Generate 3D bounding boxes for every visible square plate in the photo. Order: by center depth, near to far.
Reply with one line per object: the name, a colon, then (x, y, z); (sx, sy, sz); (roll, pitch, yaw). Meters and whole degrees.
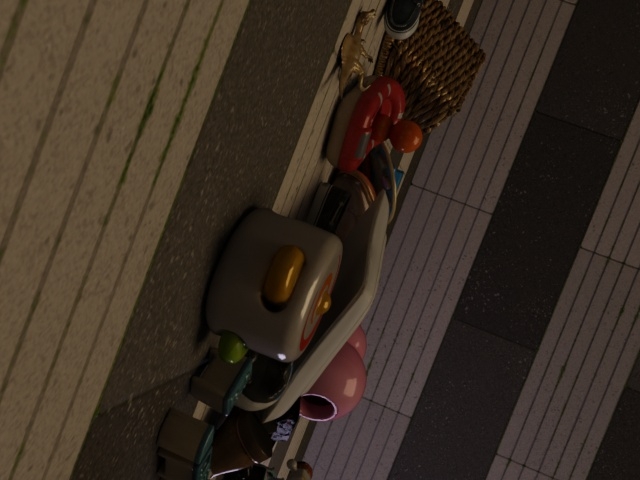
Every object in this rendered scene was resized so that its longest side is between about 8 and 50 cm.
square plate: (0.023, 0.115, 1.354); (0.344, 0.049, 0.347); (-57, -172, 31)

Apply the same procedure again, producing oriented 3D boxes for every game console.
game console: (-0.093, 0.344, 1.632); (0.361, 0.044, 0.213); (113, -17, -52)

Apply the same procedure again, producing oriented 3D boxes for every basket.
basket: (0.191, -0.370, 1.654); (0.213, 0.223, 0.299); (-32, -161, 41)

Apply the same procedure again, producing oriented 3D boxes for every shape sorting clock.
shape sorting clock: (0.107, -0.130, 1.572); (0.206, 0.040, 0.206); (171, -90, -76)

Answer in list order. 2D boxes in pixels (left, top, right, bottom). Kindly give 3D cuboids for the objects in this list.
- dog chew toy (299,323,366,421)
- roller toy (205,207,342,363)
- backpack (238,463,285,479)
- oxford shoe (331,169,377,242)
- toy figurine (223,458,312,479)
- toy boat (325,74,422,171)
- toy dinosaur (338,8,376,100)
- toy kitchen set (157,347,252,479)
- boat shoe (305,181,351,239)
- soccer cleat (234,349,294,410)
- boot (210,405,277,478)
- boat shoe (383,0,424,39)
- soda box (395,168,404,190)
dog chew toy: (0.018, 0.259, 1.810); (0.331, 0.207, 0.206); (-75, 178, -45)
roller toy: (-0.054, 0.061, 1.040); (0.191, 0.146, 0.209); (-57, 165, -54)
backpack: (-0.152, 0.587, 1.722); (0.188, 0.145, 0.165); (91, 17, -74)
oxford shoe: (0.035, 0.025, 1.572); (0.133, 0.130, 0.363); (-32, 138, -45)
toy figurine: (-0.121, 0.518, 1.526); (0.148, 0.213, 0.209); (-73, -179, -85)
toy boat: (0.113, -0.205, 1.389); (0.231, 0.151, 0.150); (-55, 164, -56)
toy dinosaur: (0.046, -0.278, 1.205); (0.092, 0.053, 0.183); (57, 46, -60)
toy kitchen set: (-0.146, 0.292, 1.118); (0.207, 0.122, 0.166); (103, 12, -44)
boat shoe: (0.000, 0.000, 1.459); (0.078, 0.070, 0.219); (-46, 156, -67)
soccer cleat: (-0.075, 0.133, 1.286); (0.143, 0.116, 0.331); (-41, -160, 58)
boot: (-0.149, 0.333, 1.375); (0.115, 0.112, 0.305); (-31, -176, 4)
boat shoe: (0.160, -0.456, 1.380); (0.083, 0.065, 0.183); (91, 16, -63)
soda box: (0.172, -0.111, 2.207); (0.067, 0.071, 0.210); (-37, 147, -73)
